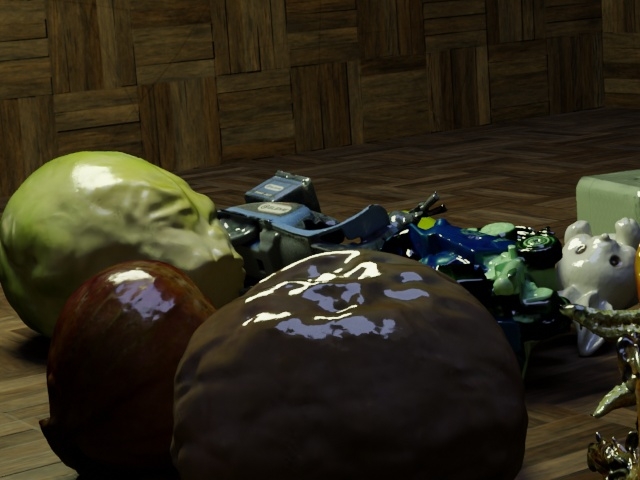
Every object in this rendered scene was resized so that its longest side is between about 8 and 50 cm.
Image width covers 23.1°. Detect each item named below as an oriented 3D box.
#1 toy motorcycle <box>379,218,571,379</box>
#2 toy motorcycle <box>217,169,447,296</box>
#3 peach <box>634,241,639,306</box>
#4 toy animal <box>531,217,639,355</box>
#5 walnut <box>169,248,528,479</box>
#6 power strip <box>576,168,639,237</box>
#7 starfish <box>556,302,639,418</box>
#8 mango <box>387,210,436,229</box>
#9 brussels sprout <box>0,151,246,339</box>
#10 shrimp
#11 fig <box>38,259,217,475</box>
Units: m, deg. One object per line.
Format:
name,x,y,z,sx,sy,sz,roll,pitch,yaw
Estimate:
toy motorcycle,0.163,0.048,1.692,0.196,0.125,0.331,-8,19,2
toy motorcycle,0.000,0.000,2.058,0.213,0.125,0.359,-33,30,-30
peach,0.421,0.091,1.096,0.380,0.306,0.242,13,63,52
toy animal,0.306,0.048,1.776,0.104,0.130,0.221,15,19,20
walnut,0.018,0.128,1.136,0.273,0.227,0.273,-9,11,2
power strip,0.441,-0.012,1.998,0.140,0.139,0.224,-7,10,-20
starfish,0.405,0.112,1.444,0.347,0.078,0.358,-16,32,-7
mango,0.121,0.008,2.146,0.117,0.089,0.163,1,9,-18
brussels sprout,-0.252,0.017,1.890,0.274,0.242,0.317,18,1,-33
shrimp,0.235,0.139,1.209,0.035,0.147,0.195,-7,8,-3
fig,-0.163,0.125,1.392,0.205,0.205,0.205,-4,10,1
